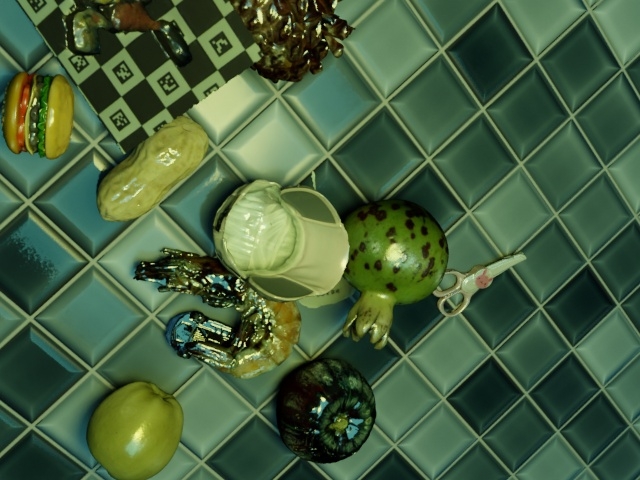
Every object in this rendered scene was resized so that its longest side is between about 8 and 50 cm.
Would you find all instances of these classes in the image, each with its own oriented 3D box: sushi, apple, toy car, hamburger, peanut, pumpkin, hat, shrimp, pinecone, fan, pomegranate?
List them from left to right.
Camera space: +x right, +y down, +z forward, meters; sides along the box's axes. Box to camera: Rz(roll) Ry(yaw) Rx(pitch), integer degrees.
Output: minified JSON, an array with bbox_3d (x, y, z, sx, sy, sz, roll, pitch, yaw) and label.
[{"bbox_3d":[-0.495,-0.221,1.229,0.115,0.162,0.162,7,102,-18],"label":"hamburger"},{"bbox_3d":[-0.376,0.386,1.417,0.200,0.200,0.200,-4,106,-16],"label":"apple"},{"bbox_3d":[-0.316,-0.386,1.219,0.343,0.064,0.359,-29,101,25],"label":"sushi"},{"bbox_3d":[-0.323,-0.134,1.323,0.257,0.123,0.123,-44,112,-4],"label":"peanut"},{"bbox_3d":[-0.219,0.215,1.481,0.216,0.063,0.103,22,93,-12],"label":"toy car"},{"bbox_3d":[-0.208,0.150,1.421,0.365,0.071,0.233,18,67,-20],"label":"shrimp"},{"bbox_3d":[-0.076,-0.428,1.249,0.296,0.242,0.298,27,137,-18],"label":"pinecone"},{"bbox_3d":[-0.078,0.003,1.392,0.275,0.161,0.232,19,86,7],"label":"hat"},{"bbox_3d":[0.000,0.000,1.520,0.182,0.010,0.310,-12,108,-14],"label":"fan"},{"bbox_3d":[0.011,0.377,1.542,0.233,0.163,0.233,-6,104,-24],"label":"pumpkin"},{"bbox_3d":[0.120,0.052,1.439,0.306,0.242,0.242,-44,114,-24],"label":"pomegranate"}]

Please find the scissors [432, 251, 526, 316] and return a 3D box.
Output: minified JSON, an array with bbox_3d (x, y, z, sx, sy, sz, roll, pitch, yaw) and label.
[{"bbox_3d":[0.377,0.089,1.651,0.242,0.030,0.118,-26,111,-7],"label":"scissors"}]
